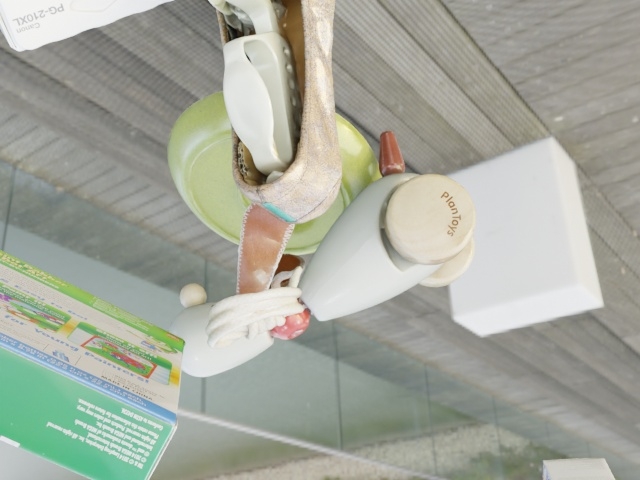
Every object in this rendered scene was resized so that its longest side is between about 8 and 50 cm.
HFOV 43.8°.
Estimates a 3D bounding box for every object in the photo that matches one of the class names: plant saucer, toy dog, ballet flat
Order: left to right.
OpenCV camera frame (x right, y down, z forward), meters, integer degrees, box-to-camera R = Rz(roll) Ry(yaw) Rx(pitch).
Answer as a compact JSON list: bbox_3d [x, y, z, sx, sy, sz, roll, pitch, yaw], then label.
[{"bbox_3d":[-0.043,-0.173,0.660,0.107,0.316,0.106,-16,169,30],"label":"ballet flat"},{"bbox_3d":[-0.054,-0.058,0.862,0.241,0.037,0.241,8,139,7],"label":"plant saucer"},{"bbox_3d":[0.000,0.000,0.791,0.333,0.161,0.220,-17,162,-21],"label":"toy dog"}]

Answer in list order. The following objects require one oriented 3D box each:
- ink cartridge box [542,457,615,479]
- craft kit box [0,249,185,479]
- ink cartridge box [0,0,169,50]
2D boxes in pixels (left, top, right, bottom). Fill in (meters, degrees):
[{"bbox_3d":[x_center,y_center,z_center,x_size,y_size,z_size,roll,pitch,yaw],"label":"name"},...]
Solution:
[{"bbox_3d":[0.256,0.253,0.758,0.062,0.115,0.029,-3,111,3],"label":"ink cartridge box"},{"bbox_3d":[-0.217,0.060,0.547,0.249,0.061,0.246,28,-177,-9],"label":"craft kit box"},{"bbox_3d":[-0.257,-0.298,0.762,0.172,0.237,0.100,-25,139,-17],"label":"ink cartridge box"}]
